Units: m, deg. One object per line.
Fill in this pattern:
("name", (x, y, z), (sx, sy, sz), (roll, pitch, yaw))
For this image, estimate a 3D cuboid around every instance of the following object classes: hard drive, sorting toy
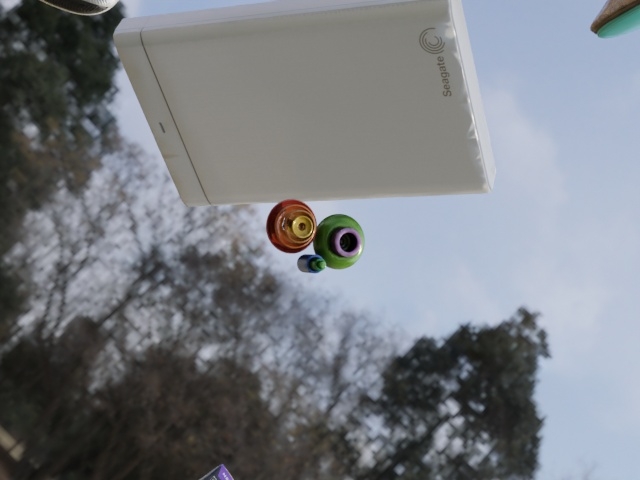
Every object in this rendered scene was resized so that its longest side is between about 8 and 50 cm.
("hard drive", (-0.014, -0.139, 1.205), (0.353, 0.047, 0.233), (-2, -49, 20))
("sorting toy", (0.000, 0.000, 1.041), (0.102, 0.061, 0.042), (15, -4, -23))

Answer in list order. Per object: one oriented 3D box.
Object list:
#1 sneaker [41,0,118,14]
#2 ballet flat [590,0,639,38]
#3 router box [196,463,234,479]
("sneaker", (-0.267, -0.258, 1.001), (0.229, 0.086, 0.132), (25, 15, -4))
("ballet flat", (0.524, -0.395, 1.671), (0.108, 0.316, 0.106), (6, 67, -55))
("router box", (-0.270, 0.445, 1.576), (0.081, 0.309, 0.243), (55, 25, 3))
